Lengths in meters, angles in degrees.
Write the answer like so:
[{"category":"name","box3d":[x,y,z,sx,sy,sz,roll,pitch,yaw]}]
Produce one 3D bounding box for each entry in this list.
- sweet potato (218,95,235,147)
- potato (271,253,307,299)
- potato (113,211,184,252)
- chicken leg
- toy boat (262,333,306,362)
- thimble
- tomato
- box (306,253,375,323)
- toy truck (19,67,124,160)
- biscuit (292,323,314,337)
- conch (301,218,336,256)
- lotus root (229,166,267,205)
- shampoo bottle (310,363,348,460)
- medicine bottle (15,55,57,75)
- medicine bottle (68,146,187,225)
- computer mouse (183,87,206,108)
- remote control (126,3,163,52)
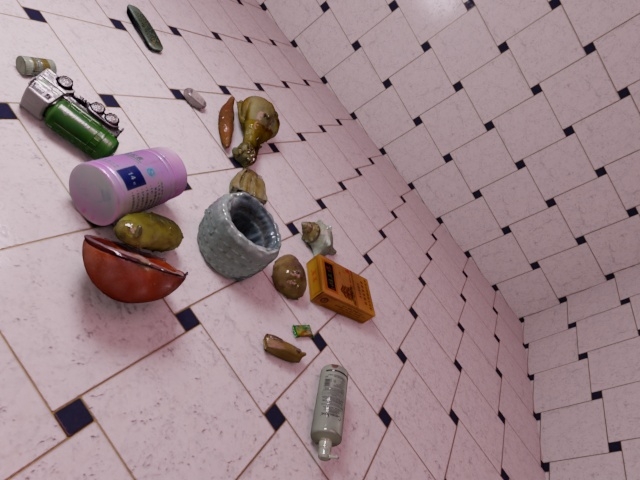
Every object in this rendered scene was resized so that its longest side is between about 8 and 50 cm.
[{"category":"sweet potato","box3d":[-0.375,-0.467,1.647,0.072,0.066,0.315,23,42,-29]},{"category":"potato","box3d":[-0.101,0.101,1.374,0.100,0.089,0.172,10,51,-46]},{"category":"potato","box3d":[-0.416,-0.020,1.013,0.117,0.090,0.225,26,2,8]},{"category":"chicken leg","box3d":[-0.276,-0.445,1.699,0.201,0.152,0.430,31,43,-26]},{"category":"toy boat","box3d":[-0.100,0.308,1.187,0.149,0.047,0.049,32,34,-29]},{"category":"thimble","box3d":[-0.240,-0.017,1.228,0.250,0.171,0.205,55,31,3]},{"category":"tomato","box3d":[-0.423,0.074,0.918,0.227,0.112,0.199,28,-5,-32]},{"category":"box","box3d":[0.076,0.183,1.546,0.274,0.076,0.174,29,35,-34]},{"category":"toy truck","box3d":[-0.636,-0.314,1.080,0.242,0.101,0.125,40,43,-24]},{"category":"biscuit","box3d":[-0.055,0.284,1.310,0.089,0.016,0.046,13,47,-48]},{"category":"conch","box3d":[0.003,-0.003,1.620,0.234,0.114,0.137,45,43,-22]},{"category":"lotus root","box3d":[-0.261,-0.188,1.493,0.143,0.070,0.144,28,41,-26]},{"category":"shampoo bottle","box3d":[0.025,0.471,1.147,0.085,0.085,0.263,41,32,-19]},{"category":"medicine bottle","box3d":[-0.763,-0.468,1.121,0.047,0.047,0.083,53,29,3]},{"category":"medicine bottle","box3d":[-0.476,-0.147,1.061,0.152,0.152,0.254,50,30,-3]},{"category":"computer mouse","box3d":[-0.485,-0.541,1.600,0.096,0.039,0.066,40,31,-34]},{"category":"remote control","box3d":[-0.689,-0.828,1.627,0.222,0.042,0.072,58,30,9]}]
